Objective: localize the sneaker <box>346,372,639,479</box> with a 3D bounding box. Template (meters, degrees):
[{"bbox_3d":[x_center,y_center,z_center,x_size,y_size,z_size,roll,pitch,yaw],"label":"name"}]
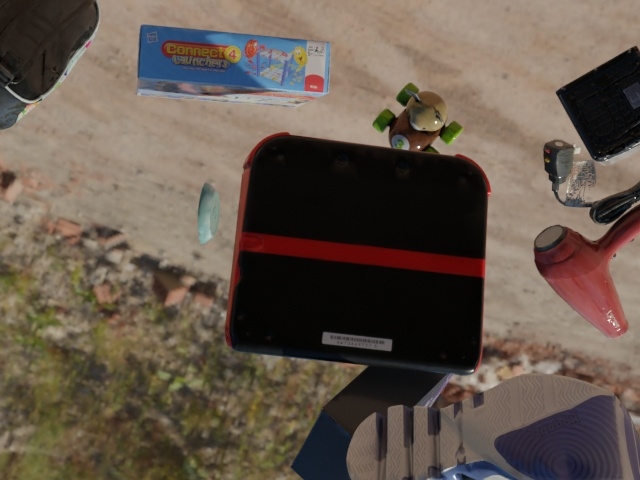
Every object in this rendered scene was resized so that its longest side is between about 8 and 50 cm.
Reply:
[{"bbox_3d":[0.207,0.244,1.088,0.316,0.127,0.182,-13,146,32],"label":"sneaker"}]

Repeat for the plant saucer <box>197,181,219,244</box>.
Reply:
[{"bbox_3d":[-0.208,-0.051,1.847,0.021,0.119,0.119,3,159,5],"label":"plant saucer"}]

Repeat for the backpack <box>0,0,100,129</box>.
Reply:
[{"bbox_3d":[-0.425,-0.289,1.295,0.225,0.253,0.191,44,140,-22],"label":"backpack"}]

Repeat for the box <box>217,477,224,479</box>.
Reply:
[{"bbox_3d":[-0.121,0.375,0.944,0.143,0.165,0.270,-21,149,-18],"label":"box"}]

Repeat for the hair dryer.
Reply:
[{"bbox_3d":[0.404,0.002,1.347,0.224,0.293,0.080,1,-160,-3],"label":"hair dryer"}]

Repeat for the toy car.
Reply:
[{"bbox_3d":[0.207,-0.251,2.027,0.155,0.149,0.188,41,176,5],"label":"toy car"}]

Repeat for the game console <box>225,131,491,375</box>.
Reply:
[{"bbox_3d":[0.064,0.017,1.480,0.387,0.341,0.060,6,169,-5],"label":"game console"}]

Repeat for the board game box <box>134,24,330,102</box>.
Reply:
[{"bbox_3d":[-0.162,-0.293,1.694,0.308,0.086,0.302,3,-178,-12],"label":"board game box"}]

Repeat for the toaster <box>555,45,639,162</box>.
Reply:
[{"bbox_3d":[0.551,-0.236,1.797,0.168,0.185,0.110,-30,167,19],"label":"toaster"}]

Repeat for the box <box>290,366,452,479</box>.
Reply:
[{"bbox_3d":[0.091,0.268,1.539,0.103,0.261,0.184,39,138,18],"label":"box"}]
